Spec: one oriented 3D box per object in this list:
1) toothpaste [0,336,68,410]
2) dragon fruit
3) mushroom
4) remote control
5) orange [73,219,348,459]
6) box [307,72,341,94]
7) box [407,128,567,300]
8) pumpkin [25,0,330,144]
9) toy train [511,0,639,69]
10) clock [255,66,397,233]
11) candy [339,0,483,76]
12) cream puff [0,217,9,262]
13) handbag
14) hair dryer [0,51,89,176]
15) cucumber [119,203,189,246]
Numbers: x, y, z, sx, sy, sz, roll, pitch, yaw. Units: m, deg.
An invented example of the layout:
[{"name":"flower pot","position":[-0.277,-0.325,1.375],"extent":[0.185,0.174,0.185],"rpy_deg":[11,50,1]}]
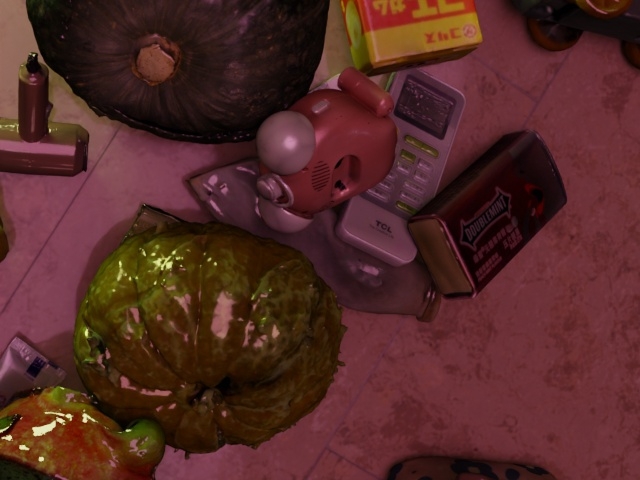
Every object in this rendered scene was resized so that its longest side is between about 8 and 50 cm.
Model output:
[{"name":"toothpaste","position":[-0.426,0.258,1.264],"extent":[0.056,0.058,0.314],"rpy_deg":[35,81,26]},{"name":"dragon fruit","position":[-0.281,0.273,1.179],"extent":[0.268,0.295,0.130],"rpy_deg":[42,44,-15]},{"name":"mushroom","position":[0.000,0.002,1.316],"extent":[0.351,0.097,0.109],"rpy_deg":[33,83,-17]},{"name":"remote control","position":[0.099,-0.094,1.313],"extent":[0.103,0.034,0.250],"rpy_deg":[27,65,-13]},{"name":"orange","position":[-0.120,0.098,1.208],"extent":[0.301,0.223,0.300],"rpy_deg":[-6,137,6]},{"name":"box","position":[0.008,-0.167,1.336],"extent":[0.083,0.024,0.054],"rpy_deg":[-31,101,-8]},{"name":"box","position":[0.206,-0.034,1.316],"extent":[0.224,0.069,0.120],"rpy_deg":[-38,110,-37]},{"name":"pumpkin","position":[-0.154,-0.252,1.176],"extent":[0.328,0.257,0.291],"rpy_deg":[5,129,-3]},{"name":"toy train","position":[0.378,-0.349,1.338],"extent":[0.369,0.163,0.231],"rpy_deg":[11,84,-13]},{"name":"clock","position":[0.002,-0.089,1.186],"extent":[0.162,0.166,0.093],"rpy_deg":[-33,60,-24]},{"name":"candy","position":[0.088,-0.344,1.292],"extent":[0.146,0.088,0.276],"rpy_deg":[-14,90,-13]},{"name":"cream puff","position":[-0.482,0.008,1.164],"extent":[0.282,0.185,0.282],"rpy_deg":[-2,98,-14]},{"name":"handbag","position":[0.210,0.381,1.338],"extent":[0.251,0.193,0.190],"rpy_deg":[7,97,-12]},{"name":"hair dryer","position":[-0.314,-0.140,1.199],"extent":[0.117,0.181,0.064],"rpy_deg":[3,56,-13]},{"name":"cucumber","position":[-0.179,0.000,1.303],"extent":[0.107,0.035,0.067],"rpy_deg":[27,107,-14]}]
